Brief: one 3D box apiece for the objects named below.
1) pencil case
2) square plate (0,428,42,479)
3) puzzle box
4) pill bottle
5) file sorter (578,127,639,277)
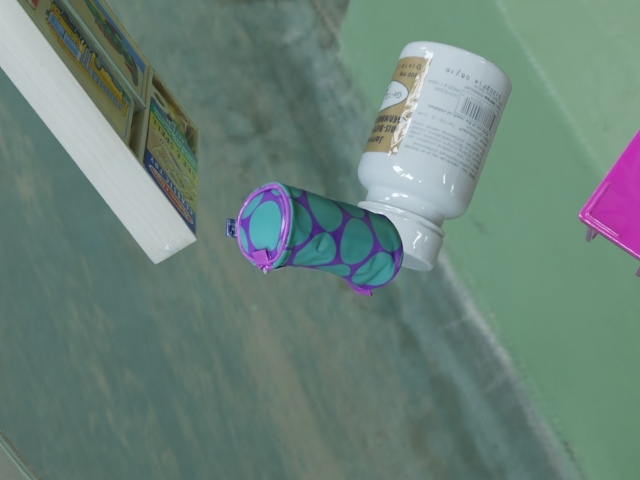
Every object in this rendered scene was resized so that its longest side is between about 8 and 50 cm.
[{"bbox_3d":[0.000,0.000,1.181,0.064,0.151,0.070,12,89,41],"label":"pencil case"},{"bbox_3d":[-0.293,0.334,1.165,0.049,0.344,0.347,5,49,40],"label":"square plate"},{"bbox_3d":[-0.248,-0.197,1.437,0.052,0.409,0.272,-30,25,11],"label":"puzzle box"},{"bbox_3d":[0.114,-0.090,1.648,0.131,0.131,0.229,20,81,5],"label":"pill bottle"},{"bbox_3d":[0.440,-0.008,1.537,0.290,0.182,0.202,35,87,13],"label":"file sorter"}]
